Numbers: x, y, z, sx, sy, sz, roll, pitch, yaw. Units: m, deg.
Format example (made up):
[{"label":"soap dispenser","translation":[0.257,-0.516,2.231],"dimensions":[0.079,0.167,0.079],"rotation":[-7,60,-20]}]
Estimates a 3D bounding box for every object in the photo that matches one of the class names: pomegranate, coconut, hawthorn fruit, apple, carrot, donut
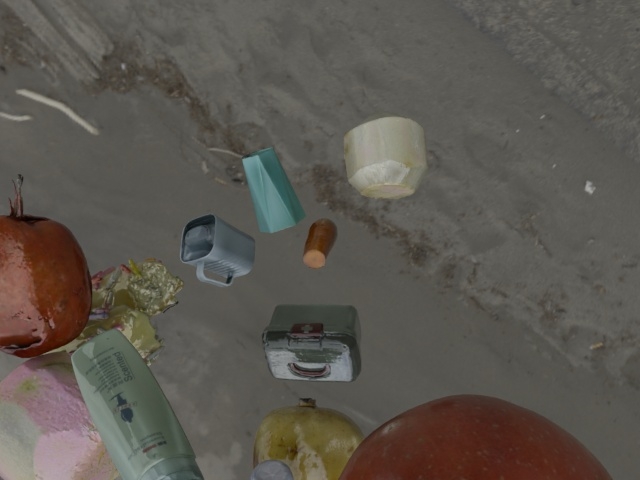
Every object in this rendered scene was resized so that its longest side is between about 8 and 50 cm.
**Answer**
[{"label":"pomegranate","translation":[-0.028,0.590,1.776],"dimensions":[0.333,0.332,0.332],"rotation":[12,114,27]},{"label":"coconut","translation":[0.169,-0.227,1.697],"dimensions":[0.241,0.241,0.241],"rotation":[12,114,27]},{"label":"hawthorn fruit","translation":[-0.491,0.040,1.087],"dimensions":[0.211,0.211,0.299],"rotation":[8,104,29]},{"label":"apple","translation":[0.169,0.343,0.705],"dimensions":[0.349,0.277,0.348],"rotation":[-1,96,-12]},{"label":"coconut","translation":[-0.453,0.311,1.111],"dimensions":[0.245,0.233,0.233],"rotation":[31,122,20]},{"label":"carrot","translation":[0.000,0.000,1.776],"dimensions":[0.087,0.193,0.087],"rotation":[4,114,8]},{"label":"donut","translation":[-0.463,0.174,1.396],"dimensions":[0.307,0.371,0.150],"rotation":[-21,111,5]}]

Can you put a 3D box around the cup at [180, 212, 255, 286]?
[{"label":"cup","translation":[-0.204,0.028,1.296],"dimensions":[0.095,0.129,0.128],"rotation":[-17,60,33]}]

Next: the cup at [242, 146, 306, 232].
[{"label":"cup","translation":[-0.149,-0.156,1.958],"dimensions":[0.148,0.134,0.235],"rotation":[0,113,56]}]

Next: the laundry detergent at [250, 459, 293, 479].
[{"label":"laundry detergent","translation":[-0.094,0.577,1.270],"dimensions":[0.159,0.088,0.335],"rotation":[12,117,18]}]

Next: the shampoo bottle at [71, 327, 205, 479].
[{"label":"shampoo bottle","translation":[-0.182,0.174,0.639],"dimensions":[0.212,0.072,0.049],"rotation":[43,156,40]}]

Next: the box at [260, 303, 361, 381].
[{"label":"box","translation":[-0.013,0.222,1.412],"dimensions":[0.210,0.129,0.148],"rotation":[-1,129,12]}]

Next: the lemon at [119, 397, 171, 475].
[{"label":"lemon","translation":[-0.403,0.406,1.401],"dimensions":[0.187,0.187,0.244],"rotation":[14,129,26]}]
